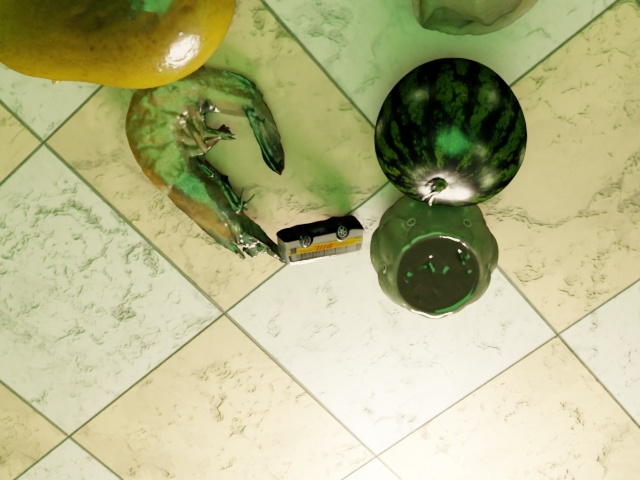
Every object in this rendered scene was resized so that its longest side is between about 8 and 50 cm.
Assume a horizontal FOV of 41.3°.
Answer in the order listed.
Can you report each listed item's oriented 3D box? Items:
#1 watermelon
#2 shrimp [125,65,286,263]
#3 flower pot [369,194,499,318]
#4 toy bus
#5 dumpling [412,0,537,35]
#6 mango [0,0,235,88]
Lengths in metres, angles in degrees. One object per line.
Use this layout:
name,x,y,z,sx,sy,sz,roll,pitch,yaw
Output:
watermelon,0.229,-0.187,1.484,0.268,0.269,0.269,1,116,1
shrimp,-0.172,-0.136,1.615,0.272,0.085,0.445,-33,108,10
flower pot,0.214,0.022,1.608,0.245,0.195,0.246,1,115,2
toy bus,0.000,0.000,1.645,0.171,0.057,0.072,-12,118,-23
dumpling,0.285,-0.429,1.425,0.243,0.175,0.227,3,146,15
mango,-0.361,-0.389,1.425,0.444,0.221,0.302,-13,120,18
